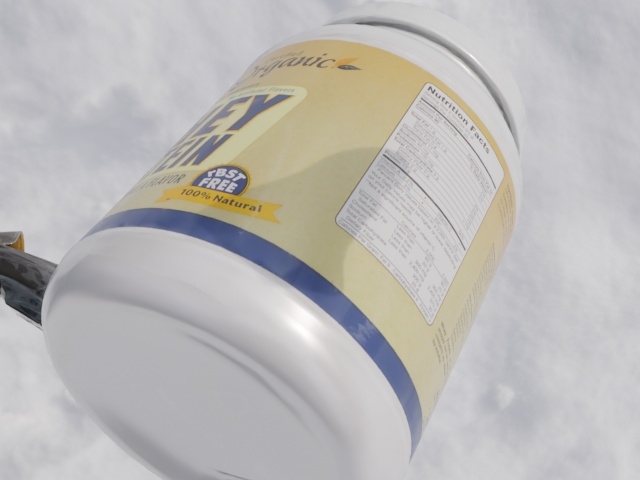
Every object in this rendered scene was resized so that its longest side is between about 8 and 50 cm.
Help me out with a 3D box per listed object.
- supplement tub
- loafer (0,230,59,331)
[{"bbox_3d":[0.000,0.000,0.536,0.228,0.228,0.316,19,48,18],"label":"supplement tub"},{"bbox_3d":[-0.279,0.017,0.702,0.170,0.062,0.061,34,70,-3],"label":"loafer"}]
